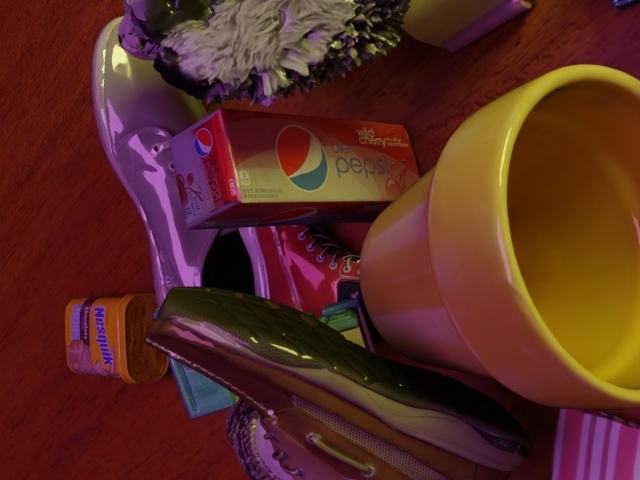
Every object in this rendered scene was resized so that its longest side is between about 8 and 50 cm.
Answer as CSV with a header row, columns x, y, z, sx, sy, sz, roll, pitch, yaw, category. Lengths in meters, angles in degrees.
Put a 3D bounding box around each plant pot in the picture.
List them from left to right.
x,y,z,sx,sy,sz,roll,pitch,yaw,category
0.164,0.014,0.715,0.239,0.254,0.254,-21,77,58,plant pot

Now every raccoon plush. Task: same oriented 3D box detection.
x,y,z,sx,sy,sz,roll,pitch,yaw,category
0.020,-0.214,0.795,0.446,0.299,0.216,7,95,5,raccoon plush

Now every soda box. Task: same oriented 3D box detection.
x,y,z,sx,sy,sz,roll,pitch,yaw,category
-0.014,-0.066,0.844,0.083,0.263,0.092,-22,78,43,soda box

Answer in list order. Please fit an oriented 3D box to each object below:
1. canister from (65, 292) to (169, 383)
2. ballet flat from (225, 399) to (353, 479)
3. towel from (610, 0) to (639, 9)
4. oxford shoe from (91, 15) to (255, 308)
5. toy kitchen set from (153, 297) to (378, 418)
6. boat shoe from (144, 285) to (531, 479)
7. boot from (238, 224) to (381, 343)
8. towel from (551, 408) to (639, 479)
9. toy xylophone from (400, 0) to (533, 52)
x,y,z,sx,sy,sz,roll,pitch,yaw,category
-0.301,0.140,1.250,0.170,0.073,0.126,-4,88,44,canister
0.061,0.247,0.841,0.164,0.182,0.483,-42,54,-16,ballet flat
0.289,-0.247,0.716,0.119,0.029,0.067,-25,74,41,towel
-0.155,-0.068,1.047,0.130,0.169,0.449,-20,85,45,oxford shoe
-0.060,0.099,0.833,0.207,0.166,0.122,-19,92,4,toy kitchen set
0.008,0.143,0.693,0.324,0.122,0.120,24,99,-4,boat shoe
0.000,0.000,0.963,0.176,0.088,0.244,-13,87,38,boot
0.288,0.232,0.739,0.197,0.029,0.144,11,99,45,towel
0.068,-0.335,0.837,0.236,0.081,0.323,-13,95,42,toy xylophone
